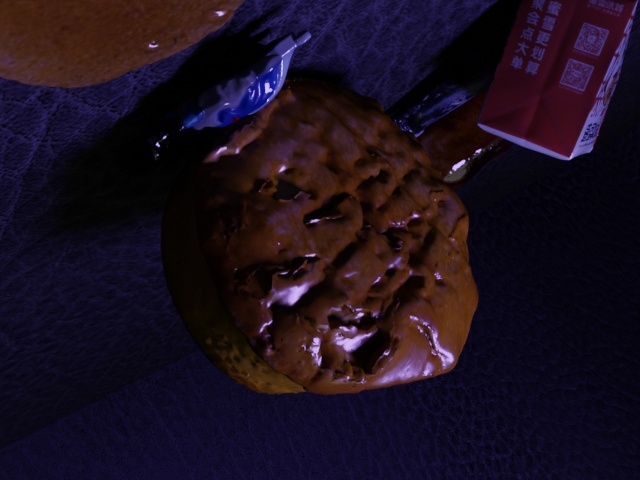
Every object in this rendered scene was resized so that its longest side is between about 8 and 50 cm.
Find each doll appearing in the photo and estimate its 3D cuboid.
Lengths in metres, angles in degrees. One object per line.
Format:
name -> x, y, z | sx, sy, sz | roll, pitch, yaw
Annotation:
doll -> -0.090, -0.146, 0.812 | 0.195, 0.070, 0.096 | -31, -159, 20

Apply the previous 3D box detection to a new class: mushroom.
mushroom -> 0.222, -0.177, 1.461 | 0.227, 0.148, 0.217 | -29, -174, -2

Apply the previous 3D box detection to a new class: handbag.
handbag -> 0.339, -0.269, 1.142 | 0.171, 0.151, 0.298 | -20, 130, -62

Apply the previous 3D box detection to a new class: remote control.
remote control -> 0.184, -0.211, 1.285 | 0.266, 0.066, 0.090 | -38, 167, 35

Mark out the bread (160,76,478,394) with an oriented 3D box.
bread -> 0.000, 0.000, 0.965 | 0.398, 0.398, 0.215 | -21, 174, -44

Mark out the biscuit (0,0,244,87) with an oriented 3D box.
biscuit -> -0.113, -0.202, 0.471 | 0.287, 0.057, 0.344 | -31, 170, 4
